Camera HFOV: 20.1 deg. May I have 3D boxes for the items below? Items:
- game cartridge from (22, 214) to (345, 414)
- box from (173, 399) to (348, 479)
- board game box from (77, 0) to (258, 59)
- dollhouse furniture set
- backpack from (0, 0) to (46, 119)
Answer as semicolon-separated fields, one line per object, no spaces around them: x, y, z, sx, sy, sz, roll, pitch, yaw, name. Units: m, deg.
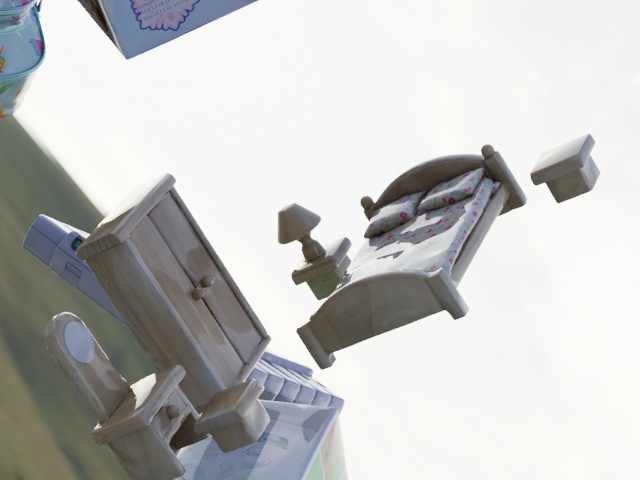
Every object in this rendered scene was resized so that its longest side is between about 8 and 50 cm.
-0.156;0.091;2.058;0.355;0.068;0.230;33;-1;31;game cartridge
-0.061;0.303;1.505;0.127;0.231;0.262;3;-58;18;box
-0.055;-0.274;1.293;0.318;0.318;0.066;50;-18;53;board game box
0.000;0.000;1.400;0.356;0.303;0.174;-23;-72;30;dollhouse furniture set
-0.328;-0.201;1.611;0.144;0.166;0.188;-40;-118;47;backpack
